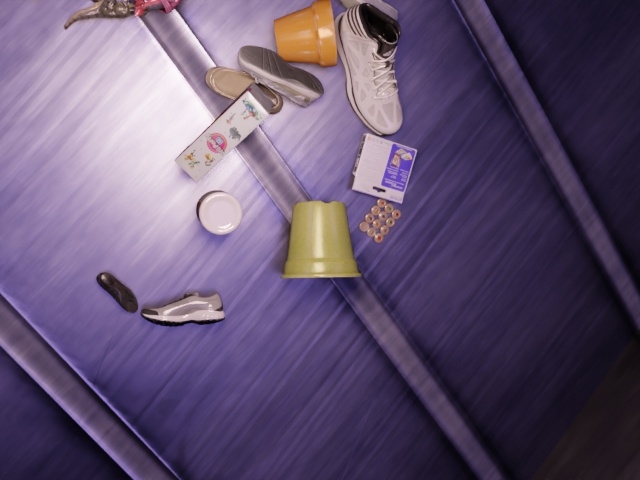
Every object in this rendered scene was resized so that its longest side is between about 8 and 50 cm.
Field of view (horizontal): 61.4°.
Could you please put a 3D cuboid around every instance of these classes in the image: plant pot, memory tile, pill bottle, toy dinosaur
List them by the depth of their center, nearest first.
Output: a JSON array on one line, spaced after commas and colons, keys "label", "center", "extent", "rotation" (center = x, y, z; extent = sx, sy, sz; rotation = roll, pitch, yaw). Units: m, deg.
[{"label": "toy dinosaur", "center": [-0.653, -0.721, 1.627], "extent": [0.268, 0.064, 0.118], "rotation": [-14, 108, -11]}, {"label": "pill bottle", "center": [-0.327, -0.094, 1.713], "extent": [0.131, 0.229, 0.131], "rotation": [-2, 98, -16]}, {"label": "plant pot", "center": [-0.050, -0.662, 1.749], "extent": [0.187, 0.205, 0.205], "rotation": [-7, 100, 1]}, {"label": "plant pot", "center": [0.000, 0.000, 1.825], "extent": [0.276, 0.276, 0.254], "rotation": [0, 85, -16]}, {"label": "memory tile", "center": [0.221, -0.074, 1.989], "extent": [0.113, 0.012, 0.148], "rotation": [38, 86, -17]}]

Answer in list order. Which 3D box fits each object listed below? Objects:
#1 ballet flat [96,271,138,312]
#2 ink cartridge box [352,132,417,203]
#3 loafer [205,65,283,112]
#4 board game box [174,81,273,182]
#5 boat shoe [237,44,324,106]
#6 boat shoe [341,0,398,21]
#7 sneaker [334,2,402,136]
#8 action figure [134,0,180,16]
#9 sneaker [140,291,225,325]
[{"label": "ballet flat", "center": [-0.659, 0.169, 1.758], "extent": [0.173, 0.049, 0.057], "rotation": [54, 54, -20]}, {"label": "ink cartridge box", "center": [0.226, -0.258, 1.948], "extent": [0.206, 0.045, 0.208], "rotation": [15, 92, -18]}, {"label": "loafer", "center": [-0.240, -0.496, 1.757], "extent": [0.268, 0.092, 0.102], "rotation": [17, 92, -18]}, {"label": "board game box", "center": [-0.289, -0.336, 1.650], "extent": [0.303, 0.224, 0.097], "rotation": [-41, 108, 14]}, {"label": "boat shoe", "center": [-0.135, -0.519, 1.734], "extent": [0.320, 0.103, 0.118], "rotation": [12, 54, -39]}, {"label": "boat shoe", "center": [0.170, -0.808, 1.849], "extent": [0.227, 0.079, 0.081], "rotation": [23, 81, -23]}, {"label": "sneaker", "center": [0.186, -0.560, 1.786], "extent": [0.169, 0.257, 0.448], "rotation": [-27, 104, -11]}, {"label": "action figure", "center": [-0.428, -0.796, 1.637], "extent": [0.370, 0.248, 0.276], "rotation": [-51, 134, -8]}, {"label": "sneaker", "center": [-0.459, 0.229, 1.800], "extent": [0.271, 0.100, 0.108], "rotation": [-2, 74, -13]}]
